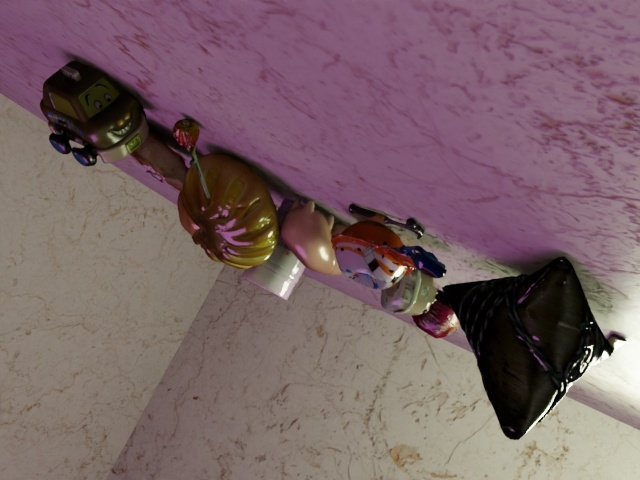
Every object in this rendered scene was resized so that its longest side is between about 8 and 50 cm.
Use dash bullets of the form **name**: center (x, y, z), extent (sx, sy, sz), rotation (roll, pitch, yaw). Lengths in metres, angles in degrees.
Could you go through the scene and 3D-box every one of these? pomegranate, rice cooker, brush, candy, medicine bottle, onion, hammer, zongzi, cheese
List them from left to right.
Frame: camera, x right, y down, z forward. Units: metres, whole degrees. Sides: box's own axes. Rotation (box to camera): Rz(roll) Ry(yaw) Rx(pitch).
- **candy**: center (-0.289, -0.187, 1.425), extent (0.060, 0.060, 0.200), rotation (20, 133, 46)
- **pomegranate**: center (-0.395, -0.104, 2.099), extent (0.207, 0.207, 0.207), rotation (27, 172, 4)
- **medicine bottle**: center (-0.101, 0.028, 1.755), extent (0.152, 0.253, 0.152), rotation (28, 172, 4)
- **cheese**: center (0.147, 0.037, 1.436), extent (0.217, 0.129, 0.329), rotation (33, 164, -33)
- **hammer**: center (0.140, -0.044, 1.321), extent (0.201, 0.021, 0.078), rotation (21, 170, 43)
- **rice cooker**: center (0.242, 0.139, 1.729), extent (0.127, 0.145, 0.206), rotation (18, 172, -16)
- **onion**: center (0.344, 0.217, 1.961), extent (0.218, 0.139, 0.195), rotation (32, 179, -4)
- **zongzi**: center (0.361, 0.158, 1.193), extent (0.362, 0.318, 0.383), rotation (21, -172, 31)
- **brush**: center (0.655, 0.241, 1.387), extent (0.034, 0.027, 0.190), rotation (23, 170, 21)

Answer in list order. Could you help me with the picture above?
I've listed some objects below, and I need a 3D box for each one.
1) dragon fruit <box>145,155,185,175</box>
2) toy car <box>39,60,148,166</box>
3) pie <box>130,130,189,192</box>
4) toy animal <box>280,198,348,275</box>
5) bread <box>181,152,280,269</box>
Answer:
- **dragon fruit**: center (-0.515, -0.247, 1.977), extent (0.147, 0.096, 0.102), rotation (25, 176, 31)
- **toy car**: center (-0.539, -0.312, 1.425), extent (0.248, 0.204, 0.198), rotation (27, 150, 23)
- **pie**: center (-0.473, -0.242, 1.746), extent (0.315, 0.092, 0.315), rotation (40, 175, 4)
- **toy animal**: center (0.003, 0.007, 1.628), extent (0.250, 0.154, 0.166), rotation (33, 171, -31)
- **bread**: center (-0.243, -0.062, 1.595), extent (0.333, 0.160, 0.333), rotation (30, 140, 28)
